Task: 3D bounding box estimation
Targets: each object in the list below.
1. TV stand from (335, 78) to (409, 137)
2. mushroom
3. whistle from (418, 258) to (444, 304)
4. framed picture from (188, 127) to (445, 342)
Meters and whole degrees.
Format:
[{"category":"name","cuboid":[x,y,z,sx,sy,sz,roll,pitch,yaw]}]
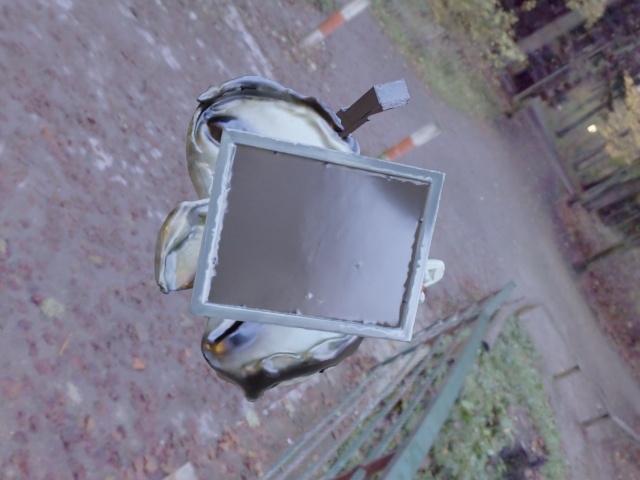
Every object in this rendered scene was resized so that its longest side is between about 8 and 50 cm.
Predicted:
[{"category":"TV stand","cuboid":[0.055,-0.178,1.085,0.256,0.049,0.040,158,-85,-71]},{"category":"mushroom","cuboid":[-0.057,-0.002,0.797,0.130,0.247,0.344,100,-26,-64]},{"category":"whistle","cuboid":[0.115,0.068,1.219,0.253,0.102,0.106,-8,57,-41]},{"category":"framed picture","cuboid":[0.000,0.000,0.571,0.183,0.142,0.011,9,6,-17]}]
